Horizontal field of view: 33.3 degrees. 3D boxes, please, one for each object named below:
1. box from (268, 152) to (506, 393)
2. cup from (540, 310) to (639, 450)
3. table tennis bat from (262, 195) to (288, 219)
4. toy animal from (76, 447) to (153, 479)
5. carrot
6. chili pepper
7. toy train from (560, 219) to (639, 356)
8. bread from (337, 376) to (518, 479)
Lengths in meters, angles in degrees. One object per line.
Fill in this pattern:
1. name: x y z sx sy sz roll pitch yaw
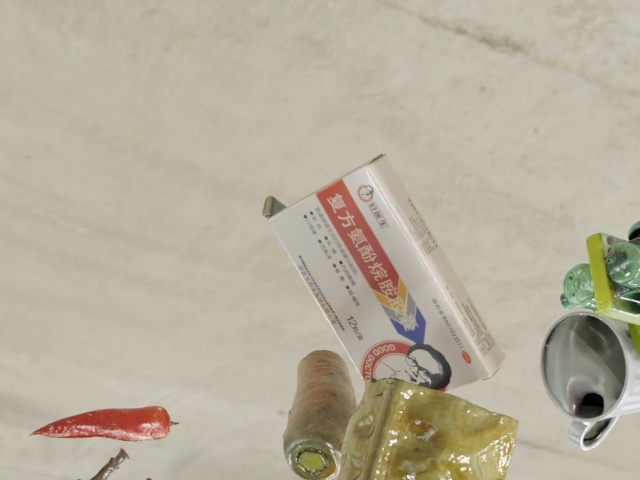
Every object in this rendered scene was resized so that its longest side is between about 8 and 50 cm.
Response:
1. box: 0.095 0.071 1.578 0.214 0.069 0.353 -27 97 40
2. cup: 0.459 0.208 1.690 0.202 0.166 0.221 2 141 -37
3. table tennis bat: 0.000 0.000 1.840 0.022 0.173 0.301 -6 153 36
4. toy animal: -0.294 0.329 1.280 0.093 0.186 0.214 47 176 0
5. carrot: 0.006 0.307 1.914 0.139 0.301 0.138 1 119 1
6. chili pepper: -0.248 0.213 1.244 0.178 0.045 0.027 1 138 -22
7. toy train: 0.469 0.074 1.442 0.369 0.150 0.237 16 150 -37
8. bread: 0.123 0.304 1.345 0.196 0.252 0.238 28 166 -14
